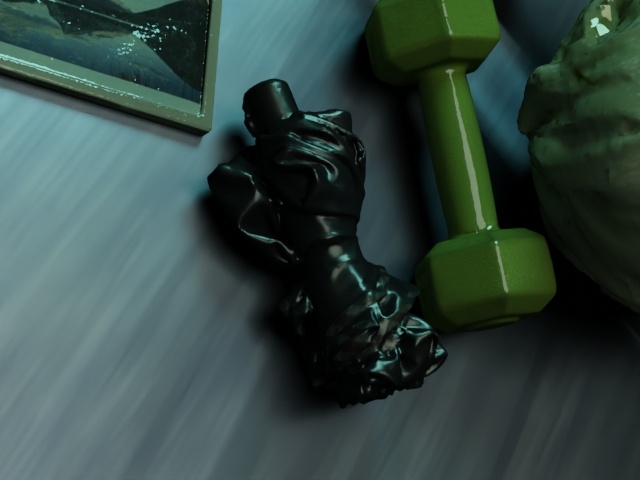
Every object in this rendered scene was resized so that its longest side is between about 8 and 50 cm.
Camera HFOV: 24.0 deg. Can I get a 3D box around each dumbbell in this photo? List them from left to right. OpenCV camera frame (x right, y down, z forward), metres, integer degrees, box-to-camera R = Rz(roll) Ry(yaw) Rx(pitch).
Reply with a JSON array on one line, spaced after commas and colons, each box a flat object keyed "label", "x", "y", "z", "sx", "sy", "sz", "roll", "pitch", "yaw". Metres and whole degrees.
[{"label": "dumbbell", "x": 0.118, "y": -0.073, "z": 1.298, "sx": 0.108, "sy": 0.121, "sz": 0.302, "roll": -9, "pitch": 79, "yaw": -8}]

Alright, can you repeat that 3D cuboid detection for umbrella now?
[{"label": "umbrella", "x": -0.001, "y": 0.001, "z": 1.195, "sx": 0.110, "sy": 0.122, "sz": 0.272, "roll": 17, "pitch": 50, "yaw": -80}]

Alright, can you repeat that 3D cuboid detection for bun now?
[{"label": "bun", "x": 0.309, "y": -0.074, "z": 1.345, "sx": 0.362, "sy": 0.234, "sz": 0.326, "roll": -85, "pitch": 152, "yaw": -60}]

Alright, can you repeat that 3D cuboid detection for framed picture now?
[{"label": "framed picture", "x": -0.169, "y": -0.177, "z": 1.184, "sx": 0.203, "sy": 0.015, "sz": 0.150, "roll": 16, "pitch": 67, "yaw": -31}]
